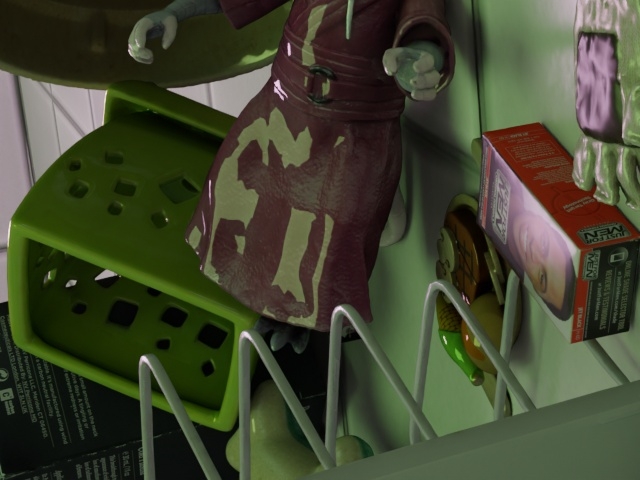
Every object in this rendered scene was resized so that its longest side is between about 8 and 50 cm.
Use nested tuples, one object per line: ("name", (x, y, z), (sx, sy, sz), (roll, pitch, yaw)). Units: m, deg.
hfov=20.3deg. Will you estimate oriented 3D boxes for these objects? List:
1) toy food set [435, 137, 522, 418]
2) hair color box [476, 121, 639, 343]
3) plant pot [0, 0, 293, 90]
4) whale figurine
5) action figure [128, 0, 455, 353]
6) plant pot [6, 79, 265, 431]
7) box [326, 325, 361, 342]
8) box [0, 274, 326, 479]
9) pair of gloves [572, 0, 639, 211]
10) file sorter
("toy food set", (0.106, 0.031, 1.272), (0.192, 0.038, 0.132), (94, 158, -44))
("hair color box", (0.144, -0.007, 1.105), (0.141, 0.043, 0.072), (-123, 28, -52))
("plant pot", (-0.158, -0.335, 1.513), (0.334, 0.333, 0.305), (118, 150, -66))
("whale figurine", (0.007, 0.248, 1.567), (0.216, 0.141, 0.272), (-64, 38, 32))
("action figure", (0.027, -0.113, 1.303), (0.248, 0.275, 0.370), (30, 118, 28))
("plant pot", (-0.134, 0.003, 1.594), (0.227, 0.228, 0.207), (105, -172, -58))
("box", (0.000, 0.000, 1.642), (0.116, 0.029, 0.162), (-138, 40, -65))
("box", (-0.175, 0.178, 1.816), (0.343, 0.312, 0.179), (100, 155, -63))
("pair of gloves", (0.185, -0.091, 0.907), (0.240, 0.042, 0.204), (-137, 38, -63))
("file sorter", (0.041, 0.147, 1.123), (0.173, 0.277, 0.193), (-122, 26, -46))
